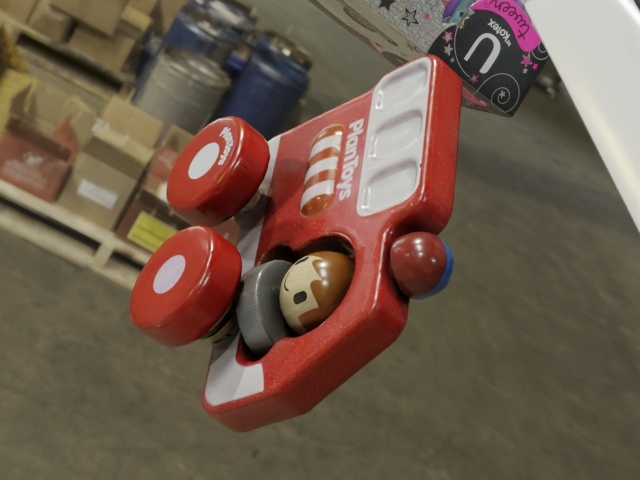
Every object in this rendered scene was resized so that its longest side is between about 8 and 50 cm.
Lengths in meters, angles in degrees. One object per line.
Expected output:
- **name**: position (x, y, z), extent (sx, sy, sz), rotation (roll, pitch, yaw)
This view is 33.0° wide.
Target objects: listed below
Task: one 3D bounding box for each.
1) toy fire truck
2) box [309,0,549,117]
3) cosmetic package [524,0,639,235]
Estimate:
- **toy fire truck**: position (0.000, 0.000, 0.890), extent (0.169, 0.254, 0.302), rotation (39, 44, -32)
- **box**: position (0.126, -0.264, 1.211), extent (0.247, 0.142, 0.163), rotation (31, 0, -26)
- **cosmetic package**: position (0.339, -0.038, 1.004), extent (0.284, 0.097, 0.377), rotation (37, 30, -56)
